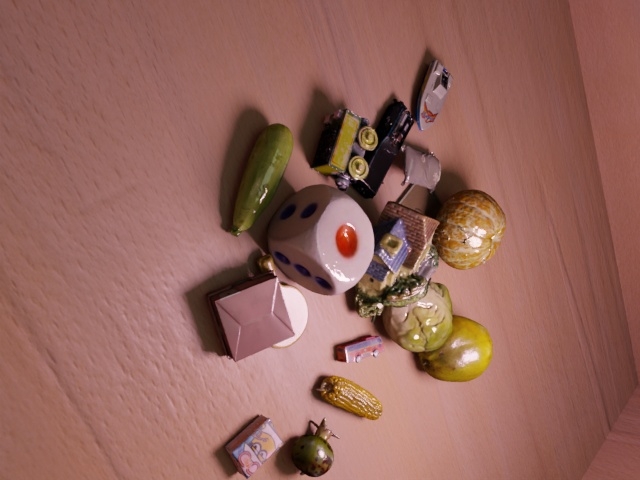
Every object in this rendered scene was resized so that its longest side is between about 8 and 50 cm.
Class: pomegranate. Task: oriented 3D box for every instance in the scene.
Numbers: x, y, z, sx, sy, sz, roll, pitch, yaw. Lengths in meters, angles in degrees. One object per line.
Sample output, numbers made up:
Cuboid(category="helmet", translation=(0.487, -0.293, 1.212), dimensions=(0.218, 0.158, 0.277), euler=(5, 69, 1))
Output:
Cuboid(category="pomegranate", translation=(-0.020, 0.693, 1.732), dimensions=(0.148, 0.149, 0.169), euler=(68, 29, -19))

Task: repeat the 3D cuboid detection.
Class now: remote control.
Cuboid(category="remote control", translation=(0.238, -0.338, 1.933), dimensions=(0.144, 0.062, 0.398), euler=(41, 67, -34))

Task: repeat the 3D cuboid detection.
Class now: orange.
Cuboid(category="orange", translation=(0.599, -0.041, 2.105), dimensions=(0.329, 0.249, 0.329), euler=(-25, 129, -36))

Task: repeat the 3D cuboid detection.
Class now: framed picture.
Cuboid(category="framed picture", translation=(0.378, -0.086, 2.086), dimensions=(0.324, 0.020, 0.240), euler=(-51, 121, -25))

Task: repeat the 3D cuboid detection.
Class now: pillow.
Cuboid(category="pillow", translation=(0.394, -0.274, 2.022), dimensions=(0.255, 0.059, 0.169), euler=(3, 92, -49))

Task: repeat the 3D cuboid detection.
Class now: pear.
Cuboid(category="pear", translation=(0.543, 0.432, 2.101), dimensions=(0.321, 0.269, 0.269), euler=(-16, 102, -19))

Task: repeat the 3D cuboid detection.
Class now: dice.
Cuboid(category="dice", translation=(0.000, 0.000, 1.634), dimensions=(0.259, 0.251, 0.243), euler=(49, 61, -30))

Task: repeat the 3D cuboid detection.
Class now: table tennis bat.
Cuboid(category="table tennis bat", translation=(-0.133, 0.193, 1.662), dimensions=(0.198, 0.050, 0.320), euler=(-29, 113, -33))

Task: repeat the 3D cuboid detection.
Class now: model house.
Cuboid(category="model house", translation=(0.276, 0.036, 1.777), dimensions=(0.321, 0.261, 0.266), euler=(-53, 160, -30))

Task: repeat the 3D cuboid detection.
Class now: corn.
Cuboid(category="corn", translation=(0.113, 0.553, 1.845), dimensions=(0.310, 0.101, 0.101), euler=(34, 71, -33))

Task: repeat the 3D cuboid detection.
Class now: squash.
Cuboid(category="squash", translation=(-0.177, -0.182, 1.568), dimensions=(0.118, 0.118, 0.370), euler=(30, 76, -36))

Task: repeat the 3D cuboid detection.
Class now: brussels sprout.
Cuboid(category="brussels sprout", translation=(0.365, 0.276, 1.947), dimensions=(0.317, 0.243, 0.273), euler=(20, 77, -41))

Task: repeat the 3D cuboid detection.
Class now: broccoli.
Cuboid(category="broccoli", translation=(0.177, 0.216, 1.870), dimensions=(0.130, 0.120, 0.131), euler=(44, 68, -25))

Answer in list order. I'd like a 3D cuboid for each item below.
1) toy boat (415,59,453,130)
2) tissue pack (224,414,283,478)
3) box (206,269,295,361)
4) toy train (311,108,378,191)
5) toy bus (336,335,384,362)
Cuboid(category="toy boat", translation=(0.441, -0.559, 2.071), dimensions=(0.129, 0.088, 0.295), euler=(32, 71, -35))
Cuboid(category="tissue pack", translation=(-0.201, 0.632, 1.614), dimensions=(0.155, 0.065, 0.115), euler=(-37, 113, -33))
Cuboid(category="box", translation=(-0.201, 0.224, 1.551), dimensions=(0.215, 0.086, 0.215), euler=(-20, 105, -20))
Cuboid(category="toy train", translation=(0.080, -0.305, 1.765), dimensions=(0.178, 0.134, 0.260), euler=(23, 76, -29))
Cuboid(category="toy bus", translation=(0.145, 0.393, 1.889), dimensions=(0.192, 0.065, 0.077), euler=(-8, 90, -39))
